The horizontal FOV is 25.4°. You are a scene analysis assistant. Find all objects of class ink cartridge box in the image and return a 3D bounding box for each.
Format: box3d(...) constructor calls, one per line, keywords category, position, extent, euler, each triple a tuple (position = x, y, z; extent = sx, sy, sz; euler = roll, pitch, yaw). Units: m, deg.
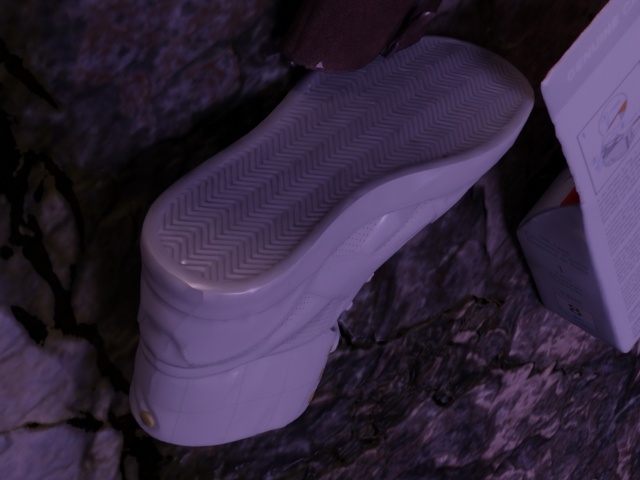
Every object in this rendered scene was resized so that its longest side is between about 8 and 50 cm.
box3d(category="ink cartridge box", position=(0.248, -0.127, 1.007), extent=(0.308, 0.091, 0.385), euler=(-50, 148, -11))

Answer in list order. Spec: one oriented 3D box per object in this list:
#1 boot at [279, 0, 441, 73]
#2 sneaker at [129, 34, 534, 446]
box3d(category="boot", position=(0.082, -0.208, 0.777), extent=(0.248, 0.090, 0.206), euler=(-28, 150, -44))
box3d(category="sneaker", position=(0.000, 0.000, 0.808), extent=(0.292, 0.108, 0.169), euler=(-33, 153, -38))
